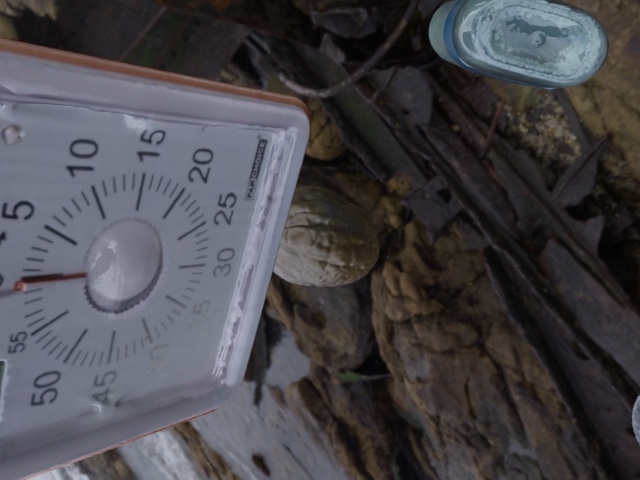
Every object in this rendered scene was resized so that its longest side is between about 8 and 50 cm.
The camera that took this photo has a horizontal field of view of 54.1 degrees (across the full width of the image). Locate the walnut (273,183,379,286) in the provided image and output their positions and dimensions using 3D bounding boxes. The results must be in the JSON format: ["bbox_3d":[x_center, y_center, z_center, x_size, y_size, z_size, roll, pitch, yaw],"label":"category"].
[{"bbox_3d":[0.001,-0.002,1.023,0.178,0.231,0.177,-19,65,47],"label":"walnut"}]

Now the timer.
[{"bbox_3d":[-0.152,0.009,0.403,0.162,0.250,0.257,22,107,19],"label":"timer"}]

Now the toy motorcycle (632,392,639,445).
[{"bbox_3d":[0.273,0.155,0.260,0.187,0.125,0.274,-27,100,46],"label":"toy motorcycle"}]

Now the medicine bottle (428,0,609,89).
[{"bbox_3d":[0.125,-0.144,0.448,0.208,0.090,0.053,-86,10,-73],"label":"medicine bottle"}]
